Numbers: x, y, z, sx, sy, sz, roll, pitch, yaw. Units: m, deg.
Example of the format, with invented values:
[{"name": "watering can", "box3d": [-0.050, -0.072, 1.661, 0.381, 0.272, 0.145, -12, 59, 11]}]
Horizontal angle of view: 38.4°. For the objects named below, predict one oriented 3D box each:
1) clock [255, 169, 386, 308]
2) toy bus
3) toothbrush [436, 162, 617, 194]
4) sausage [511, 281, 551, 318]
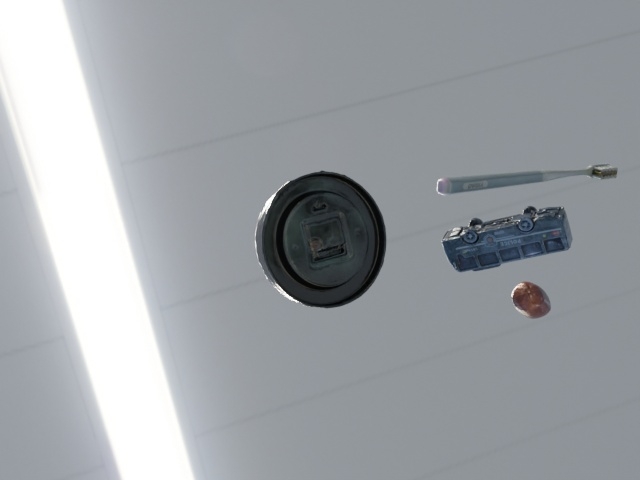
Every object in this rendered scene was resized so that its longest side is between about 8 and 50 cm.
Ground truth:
[{"name": "clock", "box3d": [0.000, 0.000, 1.234, 0.184, 0.040, 0.184, 1, -93, -25]}, {"name": "toy bus", "box3d": [0.248, -0.002, 1.224, 0.166, 0.047, 0.065, -14, -72, 27]}, {"name": "toothbrush", "box3d": [0.313, -0.092, 1.370, 0.342, 0.030, 0.025, -6, -71, -28]}, {"name": "sausage", "box3d": [0.391, 0.110, 1.696, 0.054, 0.059, 0.094, -20, -35, 25]}]
